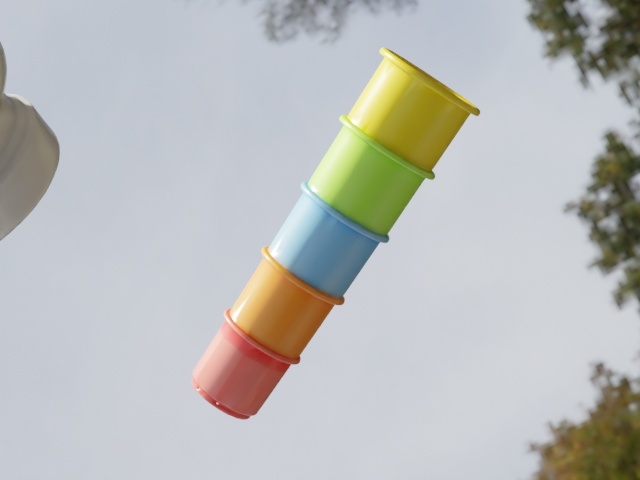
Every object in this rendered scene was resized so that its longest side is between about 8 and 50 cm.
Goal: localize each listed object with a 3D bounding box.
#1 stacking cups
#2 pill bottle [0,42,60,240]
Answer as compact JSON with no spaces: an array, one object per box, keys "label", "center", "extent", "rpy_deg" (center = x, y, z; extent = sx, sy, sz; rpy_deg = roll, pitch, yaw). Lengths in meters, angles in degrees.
[{"label":"stacking cups","center":[0.000,0.000,1.310],"extent":[0.096,0.316,0.096],"rpy_deg":[34,-173,-5]},{"label":"pill bottle","center":[-0.280,-0.111,0.958],"extent":[0.265,0.153,0.153],"rpy_deg":[51,-149,-35]}]
